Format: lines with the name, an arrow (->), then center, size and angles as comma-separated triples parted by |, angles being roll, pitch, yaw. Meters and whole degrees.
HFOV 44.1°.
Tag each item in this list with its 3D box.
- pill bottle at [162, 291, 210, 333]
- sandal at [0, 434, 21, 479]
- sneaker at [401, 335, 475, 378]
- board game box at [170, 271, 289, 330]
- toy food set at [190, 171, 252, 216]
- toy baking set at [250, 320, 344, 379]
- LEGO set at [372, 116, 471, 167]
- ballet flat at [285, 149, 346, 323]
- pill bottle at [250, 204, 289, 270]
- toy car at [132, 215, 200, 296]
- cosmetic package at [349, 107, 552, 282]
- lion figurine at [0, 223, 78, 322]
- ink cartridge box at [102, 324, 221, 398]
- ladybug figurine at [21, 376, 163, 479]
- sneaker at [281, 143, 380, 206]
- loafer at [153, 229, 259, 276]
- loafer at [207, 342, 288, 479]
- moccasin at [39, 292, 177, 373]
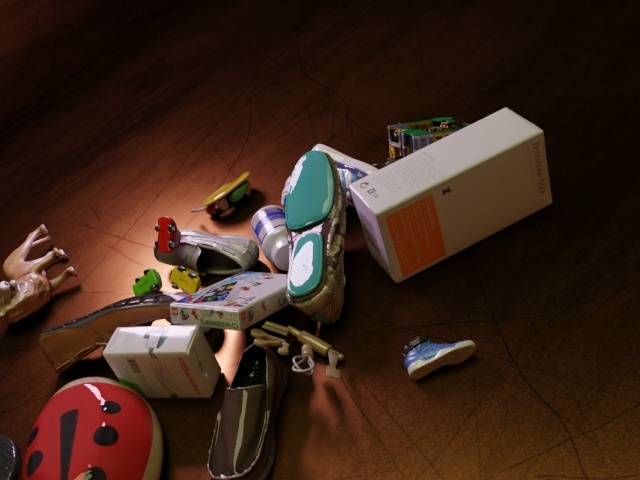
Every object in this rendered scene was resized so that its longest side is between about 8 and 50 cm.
pill bottle -> -0.341, 0.177, 1.993 | 0.152, 0.086, 0.086 | 14, 48, 37
sandal -> -0.781, 0.523, 1.749 | 0.445, 0.107, 0.167 | -10, 42, 37
sneaker -> 0.246, 0.227, 1.674 | 0.152, 0.058, 0.084 | -25, 45, 4
board game box -> -0.187, 0.139, 1.885 | 0.193, 0.053, 0.305 | 3, 14, 29
toy food set -> -0.281, -0.119, 2.372 | 0.218, 0.071, 0.128 | -42, 17, -30
toy baking set -> -0.042, 0.244, 1.722 | 0.256, 0.030, 0.197 | 24, 14, 26
LEGO set -> 0.310, -0.217, 2.152 | 0.255, 0.192, 0.331 | -11, 17, -20
ballet flat -> 0.000, 0.000, 1.974 | 0.164, 0.182, 0.483 | -19, 48, 23
pill bottle -> -0.109, -0.004, 2.094 | 0.112, 0.112, 0.187 | -25, 37, -6
toy car -> -0.420, 0.082, 2.120 | 0.225, 0.053, 0.239 | -38, 68, 29
cosmetic package -> 0.323, -0.112, 1.933 | 0.453, 0.230, 0.161 | -27, 37, -8
lion figurine -> -0.861, 0.102, 2.321 | 0.240, 0.142, 0.392 | -38, 25, -11
ink cartridge box -> -0.357, 0.279, 1.808 | 0.219, 0.160, 0.092 | -4, 39, 19
ladybug figurine -> -0.488, 0.448, 1.649 | 0.305, 0.162, 0.449 | -22, 36, -3
sneaker -> 0.044, -0.109, 2.178 | 0.323, 0.130, 0.236 | 30, 80, 27
loafer -> -0.322, 0.039, 2.141 | 0.319, 0.112, 0.111 | -1, 32, 24
loafer -> -0.164, 0.359, 1.638 | 0.134, 0.130, 0.366 | -9, 37, 15
moccasin -> -0.513, 0.234, 1.951 | 0.380, 0.147, 0.139 | -22, 1, 9
